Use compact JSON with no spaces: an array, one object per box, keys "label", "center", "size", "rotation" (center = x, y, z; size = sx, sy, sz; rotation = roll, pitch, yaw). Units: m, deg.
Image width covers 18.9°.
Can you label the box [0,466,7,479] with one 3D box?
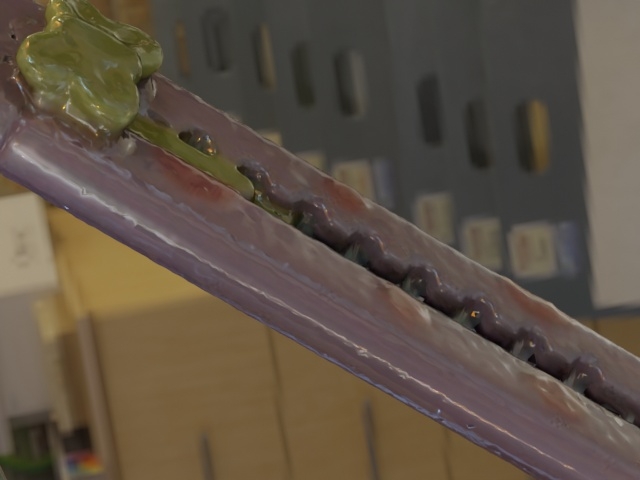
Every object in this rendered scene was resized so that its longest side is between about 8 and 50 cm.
[{"label":"box","center":[-0.201,0.177,0.960],"size":[0.163,0.135,0.243],"rotation":[63,168,3]}]

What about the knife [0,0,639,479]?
[{"label":"knife","center":[0.000,0.000,0.545],"size":[0.038,0.399,0.132],"rotation":[-52,11,32]}]
